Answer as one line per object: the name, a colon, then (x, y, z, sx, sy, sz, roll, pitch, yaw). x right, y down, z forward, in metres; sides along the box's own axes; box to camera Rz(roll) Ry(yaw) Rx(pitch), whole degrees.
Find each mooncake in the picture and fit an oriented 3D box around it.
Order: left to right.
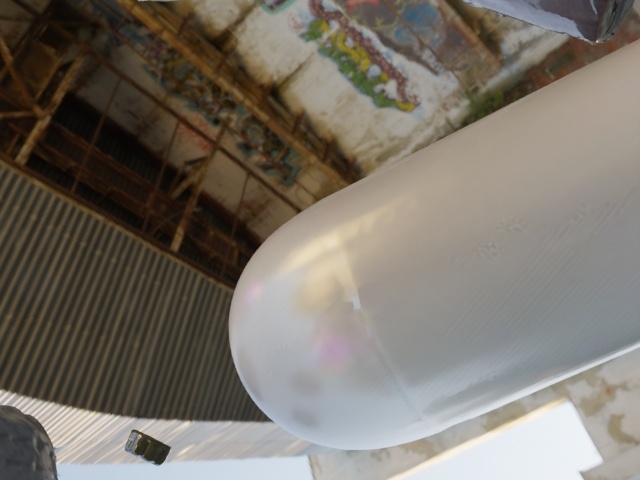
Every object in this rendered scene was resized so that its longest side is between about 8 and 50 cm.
mooncake: (-0.318, 0.291, 0.960, 0.150, 0.347, 0.057, 34, -130, -11)

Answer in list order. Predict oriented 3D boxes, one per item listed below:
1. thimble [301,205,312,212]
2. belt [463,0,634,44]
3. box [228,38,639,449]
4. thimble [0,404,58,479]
thimble: (0.001, -0.002, 1.174, 0.066, 0.095, 0.104, 55, -131, -70)
belt: (0.145, -0.218, 0.419, 0.124, 0.128, 0.201, 29, 159, 25)
box: (0.133, 0.012, 0.426, 0.141, 0.349, 0.288, 67, -168, 15)
thimble: (-0.346, 0.245, 0.587, 0.217, 0.245, 0.157, 85, 167, -55)
